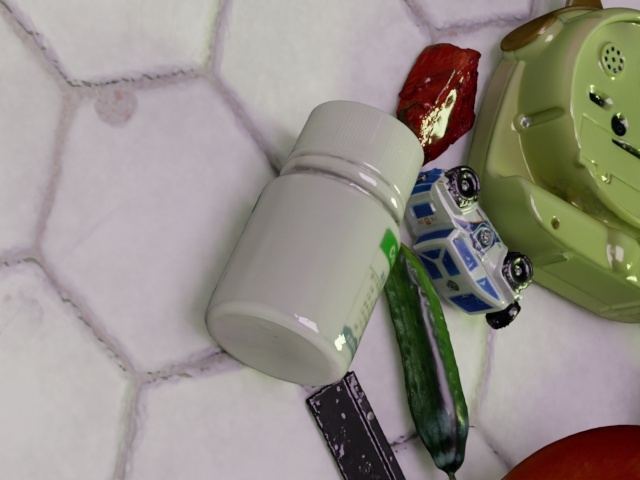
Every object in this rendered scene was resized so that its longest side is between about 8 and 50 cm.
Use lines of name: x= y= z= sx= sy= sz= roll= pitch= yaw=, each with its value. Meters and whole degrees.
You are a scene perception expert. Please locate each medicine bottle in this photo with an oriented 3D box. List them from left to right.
medicine bottle: x=0.000 y=0.000 z=1.562 sx=0.139 sy=0.139 sz=0.236 roll=37 pitch=59 yaw=-25

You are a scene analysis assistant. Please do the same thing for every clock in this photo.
clock: x=0.301 y=-0.109 z=1.824 sx=0.286 sy=0.117 sz=0.348 roll=26 pitch=65 yaw=-31

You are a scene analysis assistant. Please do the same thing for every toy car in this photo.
toy car: x=0.139 y=0.010 z=1.700 sx=0.070 sy=0.080 sz=0.170 roll=-41 pitch=106 yaw=-34

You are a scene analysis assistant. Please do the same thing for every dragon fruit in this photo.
dragon fruit: x=0.114 y=-0.132 z=1.721 sx=0.131 sy=0.063 sz=0.097 roll=-41 pitch=105 yaw=-36

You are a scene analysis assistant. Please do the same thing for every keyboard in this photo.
keyboard: x=0.048 y=0.219 z=1.627 sx=0.060 sy=0.018 sz=0.195 roll=-29 pitch=98 yaw=-30

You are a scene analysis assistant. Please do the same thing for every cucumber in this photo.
cucumber: x=0.104 y=0.119 z=1.667 sx=0.056 sy=0.056 sz=0.250 roll=-9 pitch=84 yaw=-38

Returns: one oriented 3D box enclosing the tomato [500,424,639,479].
tomato: x=0.302 y=0.333 z=1.608 sx=0.293 sy=0.290 sz=0.325 roll=32 pitch=27 yaw=-44
